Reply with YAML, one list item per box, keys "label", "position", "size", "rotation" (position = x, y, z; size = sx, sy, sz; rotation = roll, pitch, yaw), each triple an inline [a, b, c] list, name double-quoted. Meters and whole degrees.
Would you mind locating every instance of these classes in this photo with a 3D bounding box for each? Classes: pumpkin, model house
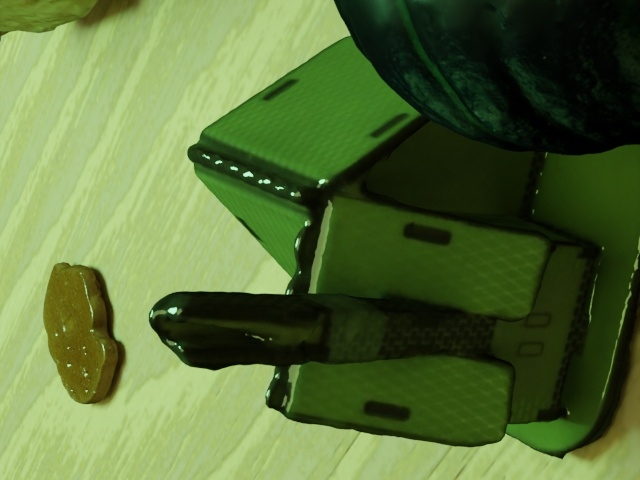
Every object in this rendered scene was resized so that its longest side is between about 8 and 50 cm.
- label: "pumpkin"
  position: [0.137, -0.126, 0.623]
  size: [0.248, 0.248, 0.248]
  rotation: [3, 94, 54]
- label: "model house"
  position: [0.000, 0.000, 0.740]
  size: [0.218, 0.278, 0.205]
  rotation: [23, 108, 50]

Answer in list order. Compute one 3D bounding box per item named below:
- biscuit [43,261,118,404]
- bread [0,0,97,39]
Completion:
- label: "biscuit"
  position: [-0.208, 0.078, 1.239]
  size: [0.102, 0.019, 0.130]
  rotation: [-53, 51, 41]
- label: "bread"
  position: [-0.299, -0.358, 1.055]
  size: [0.279, 0.371, 0.390]
  rotation: [8, 94, 57]
